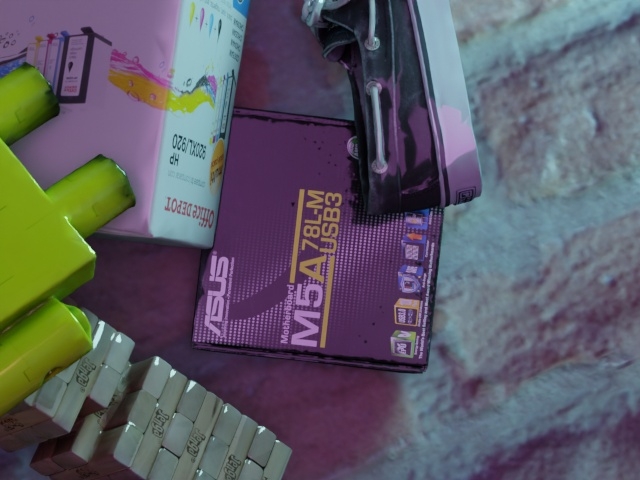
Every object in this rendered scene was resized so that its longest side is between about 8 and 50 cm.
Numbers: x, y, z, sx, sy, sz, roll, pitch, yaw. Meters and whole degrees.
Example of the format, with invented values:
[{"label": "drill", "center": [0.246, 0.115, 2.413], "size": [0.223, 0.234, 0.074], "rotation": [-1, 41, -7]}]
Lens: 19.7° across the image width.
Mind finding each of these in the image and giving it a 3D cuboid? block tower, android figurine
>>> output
[{"label": "block tower", "center": [-0.170, 0.116, 1.316], "size": [0.335, 0.091, 0.097], "rotation": [38, 54, -24]}, {"label": "android figurine", "center": [-0.261, 0.004, 1.179], "size": [0.273, 0.056, 0.248], "rotation": [-38, 79, -20]}]

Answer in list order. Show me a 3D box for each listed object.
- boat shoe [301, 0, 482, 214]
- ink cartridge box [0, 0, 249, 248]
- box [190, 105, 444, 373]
[{"label": "boat shoe", "center": [0.039, -0.167, 1.389], "size": [0.105, 0.113, 0.306], "rotation": [-11, 82, -5]}, {"label": "ink cartridge box", "center": [-0.159, -0.119, 1.335], "size": [0.168, 0.171, 0.233], "rotation": [8, 88, 12]}, {"label": "box", "center": [0.000, 0.000, 1.423], "size": [0.184, 0.045, 0.191], "rotation": [8, 86, -6]}]
